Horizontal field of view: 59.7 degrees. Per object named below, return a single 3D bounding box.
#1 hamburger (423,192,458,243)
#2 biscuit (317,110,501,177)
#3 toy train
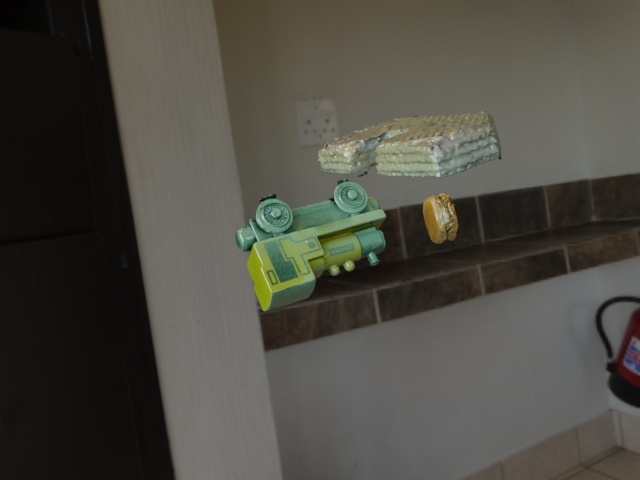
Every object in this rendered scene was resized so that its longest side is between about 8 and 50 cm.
[{"bbox_3d":[0.352,-0.066,1.639,0.083,0.138,0.147,-9,-25,0],"label":"hamburger"},{"bbox_3d":[0.108,-0.111,0.646,0.147,0.046,0.250,-21,18,-22],"label":"biscuit"},{"bbox_3d":[0.000,0.000,1.286,0.369,0.237,0.150,-16,-22,-23],"label":"toy train"}]
